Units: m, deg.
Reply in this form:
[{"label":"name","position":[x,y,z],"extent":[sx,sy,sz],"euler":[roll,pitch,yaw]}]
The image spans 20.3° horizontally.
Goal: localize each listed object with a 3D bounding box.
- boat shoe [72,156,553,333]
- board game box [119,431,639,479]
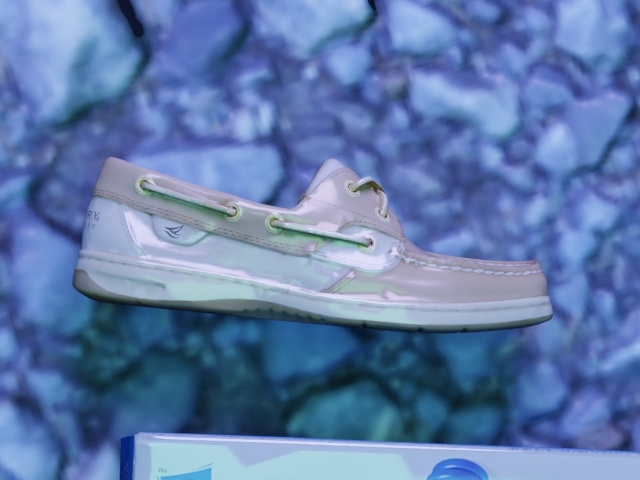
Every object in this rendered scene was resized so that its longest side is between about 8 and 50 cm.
[{"label":"boat shoe","position":[0.000,0.000,0.629],"extent":[0.170,0.063,0.059],"euler":[5,88,-6]},{"label":"board game box","position":[0.079,0.221,0.599],"extent":[0.308,0.086,0.302],"euler":[3,82,-7]}]
